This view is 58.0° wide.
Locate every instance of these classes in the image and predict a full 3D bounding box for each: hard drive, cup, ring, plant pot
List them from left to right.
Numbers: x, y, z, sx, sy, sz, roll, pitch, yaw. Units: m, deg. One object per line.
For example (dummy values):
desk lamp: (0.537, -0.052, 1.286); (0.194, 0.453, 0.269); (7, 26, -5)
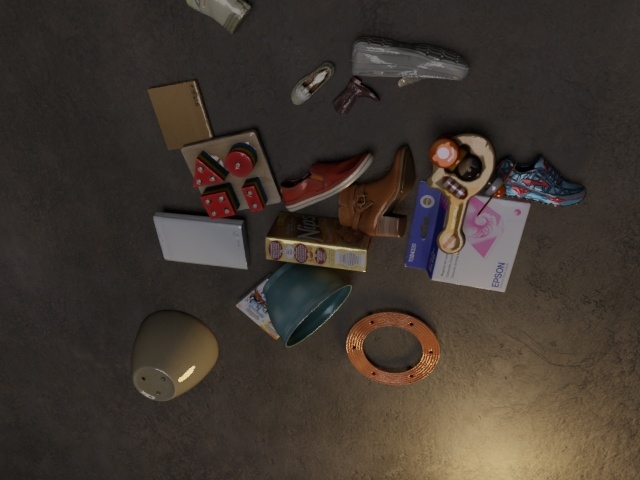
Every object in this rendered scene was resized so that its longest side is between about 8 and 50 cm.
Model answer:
cup: (-0.583, 0.465, 2.197); (0.331, 0.237, 0.331); (5, 120, 9)
hard drive: (-0.404, 0.002, 1.985); (0.308, 0.040, 0.203); (6, 132, 9)
plant pot: (-0.067, 0.183, 1.922); (0.196, 0.293, 0.293); (46, 122, 16)
ring: (0.261, 0.389, 2.094); (0.337, 0.032, 0.336); (6, 120, 10)

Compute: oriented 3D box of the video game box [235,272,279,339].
video game box: (-0.173, 0.241, 2.091); (0.205, 0.048, 0.187); (43, 121, -13)

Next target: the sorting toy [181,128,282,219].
sorting toy: (-0.287, -0.194, 1.824); (0.257, 0.089, 0.255); (-9, 123, 17)

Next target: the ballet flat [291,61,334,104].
ballet flat: (-0.029, -0.448, 1.656); (0.057, 0.052, 0.168); (43, 119, -14)

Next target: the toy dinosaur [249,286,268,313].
toy dinosaur: (-0.211, 0.222, 2.039); (0.082, 0.047, 0.090); (21, 112, -21)

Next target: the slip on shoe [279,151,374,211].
slip on shoe: (0.012, -0.193, 1.764); (0.331, 0.123, 0.101); (-22, 109, 28)

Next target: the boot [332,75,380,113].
boot: (0.101, -0.399, 1.666); (0.106, 0.037, 0.114); (42, 117, 2)

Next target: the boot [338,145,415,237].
boot: (0.167, -0.156, 1.766); (0.220, 0.109, 0.283); (13, 106, 32)

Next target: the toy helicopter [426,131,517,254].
toy helicopter: (0.414, -0.127, 1.644); (0.235, 0.140, 0.355); (12, 108, 15)

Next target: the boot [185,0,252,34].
boot: (-0.252, -0.683, 1.554); (0.165, 0.077, 0.213); (34, 126, -8)

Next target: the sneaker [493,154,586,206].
sneaker: (0.632, -0.175, 1.647); (0.262, 0.104, 0.125); (10, 119, 6)

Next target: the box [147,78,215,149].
box: (-0.430, -0.387, 1.795); (0.164, 0.021, 0.201); (-5, 119, 15)

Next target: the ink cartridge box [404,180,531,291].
ink cartridge box: (0.447, -0.009, 1.803); (0.330, 0.071, 0.324); (8, 121, 6)

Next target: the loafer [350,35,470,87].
loafer: (0.238, -0.470, 1.561); (0.320, 0.112, 0.111); (15, 127, 12)

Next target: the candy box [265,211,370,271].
candy box: (0.000, 0.000, 1.833); (0.317, 0.183, 0.087); (8, 120, 7)
